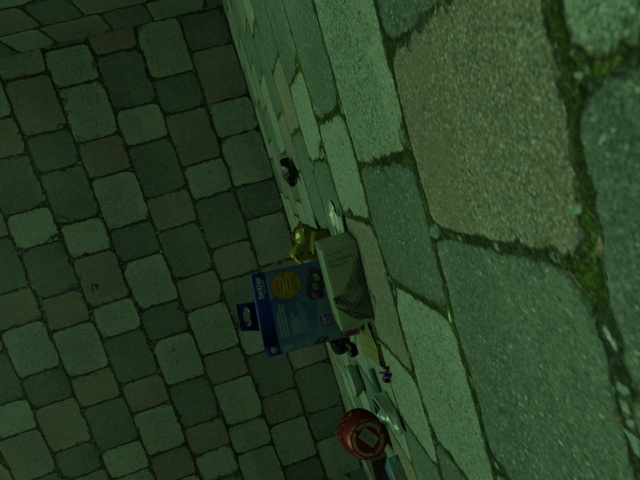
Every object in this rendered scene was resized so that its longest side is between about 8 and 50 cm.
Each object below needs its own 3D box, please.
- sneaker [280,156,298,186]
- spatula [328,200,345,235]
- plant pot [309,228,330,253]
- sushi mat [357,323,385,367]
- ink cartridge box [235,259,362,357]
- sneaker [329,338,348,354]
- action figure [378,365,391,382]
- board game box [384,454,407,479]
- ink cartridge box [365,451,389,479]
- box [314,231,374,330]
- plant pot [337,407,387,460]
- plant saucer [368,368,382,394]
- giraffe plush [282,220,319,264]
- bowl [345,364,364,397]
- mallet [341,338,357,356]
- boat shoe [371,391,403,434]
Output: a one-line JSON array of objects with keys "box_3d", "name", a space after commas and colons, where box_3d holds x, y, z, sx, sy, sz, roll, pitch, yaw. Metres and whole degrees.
[{"box_3d": [-0.137, -0.314, 2.129, 0.077, 0.072, 0.178, 63, -169, -50], "name": "sneaker"}, {"box_3d": [0.071, 0.003, 1.445, 0.168, 0.019, 0.242, -127, 18, -62], "name": "spatula"}, {"box_3d": [0.000, 0.000, 1.733, 0.081, 0.081, 0.083, -131, 35, -73], "name": "plant pot"}, {"box_3d": [0.161, 0.348, 1.573, 0.316, 0.019, 0.151, 129, 124, -82], "name": "sushi mat"}, {"box_3d": [-0.082, 0.232, 1.557, 0.151, 0.395, 0.270, 86, 169, -63], "name": "ink cartridge box"}, {"box_3d": [0.051, 0.410, 2.199, 0.286, 0.109, 0.130, 58, 174, 30], "name": "sneaker"}, {"box_3d": [0.202, 0.422, 1.404, 0.115, 0.030, 0.038, 80, 165, -58], "name": "action figure"}, {"box_3d": [0.309, 0.956, 1.787, 0.210, 0.047, 0.160, 84, 167, -54], "name": "board game box"}, {"box_3d": [0.261, 1.054, 2.226, 0.234, 0.088, 0.193, -123, 18, -67], "name": "ink cartridge box"}, {"box_3d": [0.072, 0.122, 1.341, 0.094, 0.113, 0.275, -124, 17, -66], "name": "box"}, {"box_3d": [0.178, 0.819, 1.898, 0.174, 0.191, 0.191, 130, 122, -78], "name": "plant pot"}, {"box_3d": [0.218, 0.567, 1.664, 0.067, 0.018, 0.192, 96, 155, -72], "name": "plant saucer"}, {"box_3d": [-0.070, 0.004, 1.993, 0.181, 0.210, 0.170, 17, 104, 44], "name": "giraffe plush"}, {"box_3d": [0.167, 0.666, 2.153, 0.142, 0.053, 0.142, 83, 167, -60], "name": "bowl"}, {"box_3d": [0.106, 0.432, 1.928, 0.189, 0.039, 0.062, 56, -173, -41], "name": "mallet"}, {"box_3d": [0.217, 0.572, 1.492, 0.184, 0.063, 0.066, -120, 14, -61], "name": "boat shoe"}]
